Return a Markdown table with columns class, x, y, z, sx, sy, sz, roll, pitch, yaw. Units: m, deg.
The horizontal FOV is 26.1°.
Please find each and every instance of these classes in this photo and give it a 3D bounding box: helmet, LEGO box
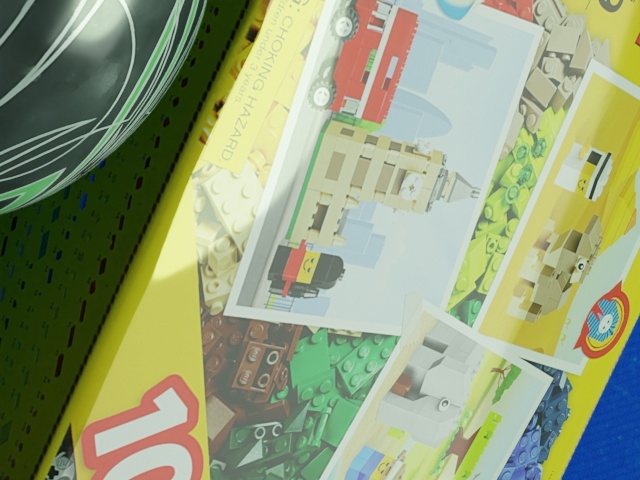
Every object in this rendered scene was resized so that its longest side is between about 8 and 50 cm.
| class | x | y | z | sx | sy | sz | roll | pitch | yaw |
| --- | --- | --- | --- | --- | --- | --- | --- | --- | --- |
| helmet | -0.117 | -0.088 | 0.435 | 0.169 | 0.161 | 0.169 | -63 | 173 | -14 |
| LEGO box | 0.000 | 0.000 | 0.764 | 0.372 | 0.193 | 0.500 | 21 | 95 | -44 |
